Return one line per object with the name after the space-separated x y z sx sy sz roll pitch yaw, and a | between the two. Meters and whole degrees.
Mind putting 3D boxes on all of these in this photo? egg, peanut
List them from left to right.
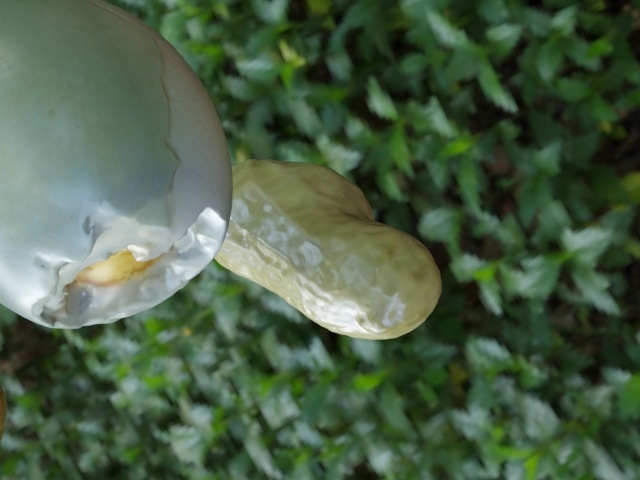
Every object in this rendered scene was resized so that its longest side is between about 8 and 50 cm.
-0.155 -0.061 1.018 0.217 0.183 0.183 61 148 22 | egg
0.000 0.000 1.719 0.319 0.147 0.147 27 133 43 | peanut

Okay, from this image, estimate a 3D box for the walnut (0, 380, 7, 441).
-0.305 0.135 1.144 0.159 0.207 0.159 21 124 35 | walnut
